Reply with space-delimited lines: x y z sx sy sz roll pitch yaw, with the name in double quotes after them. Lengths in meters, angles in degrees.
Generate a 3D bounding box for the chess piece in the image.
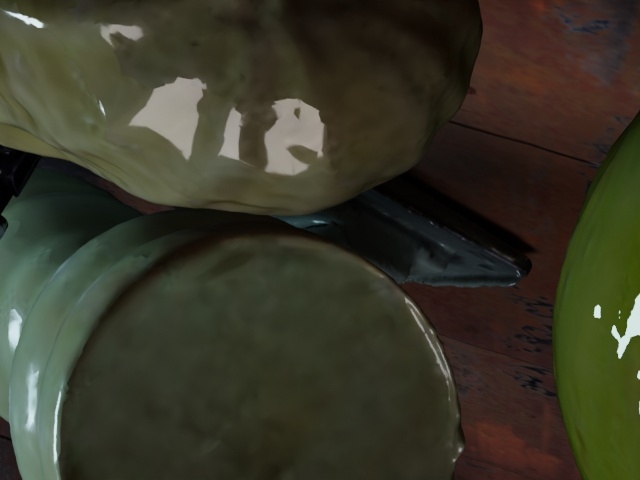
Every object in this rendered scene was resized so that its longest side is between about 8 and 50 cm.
-0.116 0.072 1.097 0.234 0.234 0.442 28 176 -26 "chess piece"

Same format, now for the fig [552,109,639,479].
0.206 0.027 0.697 0.239 0.239 0.271 8 134 39 "fig"

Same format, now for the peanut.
-0.085 -0.099 0.724 0.174 0.158 0.340 -1 -172 -43 "peanut"

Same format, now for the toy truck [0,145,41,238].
-0.225 -0.102 0.973 0.155 0.124 0.268 26 164 4 "toy truck"

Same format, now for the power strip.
0.000 0.000 1.151 0.198 0.064 0.213 27 164 -28 "power strip"
